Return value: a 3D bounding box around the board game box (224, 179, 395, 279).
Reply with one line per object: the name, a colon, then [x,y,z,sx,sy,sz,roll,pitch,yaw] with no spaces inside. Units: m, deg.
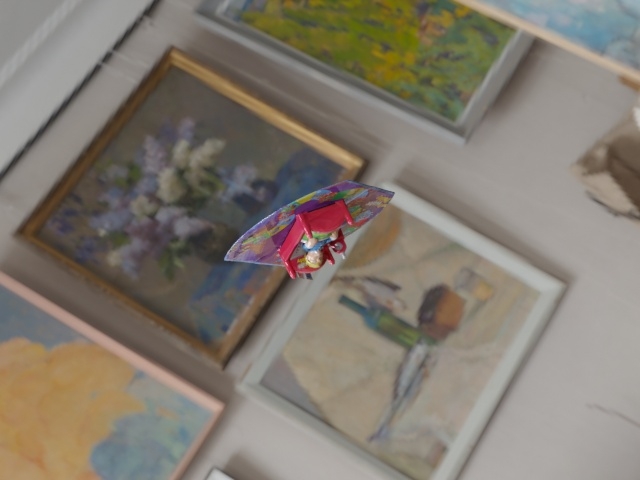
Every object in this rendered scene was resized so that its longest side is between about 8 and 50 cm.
board game box: [0.000,0.000,1.003,0.133,0.033,0.168,-33,-17,20]
